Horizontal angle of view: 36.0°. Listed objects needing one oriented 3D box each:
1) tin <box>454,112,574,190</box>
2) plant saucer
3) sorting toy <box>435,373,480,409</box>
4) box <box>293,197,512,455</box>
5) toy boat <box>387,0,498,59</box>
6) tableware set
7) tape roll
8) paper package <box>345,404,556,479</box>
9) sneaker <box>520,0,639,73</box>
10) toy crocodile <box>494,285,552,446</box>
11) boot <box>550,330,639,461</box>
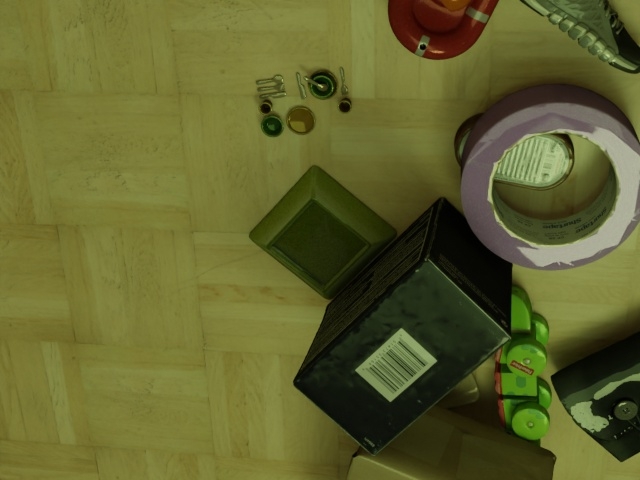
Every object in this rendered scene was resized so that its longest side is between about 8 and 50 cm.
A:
[{"bbox_3d":[0.304,-0.139,1.547,0.189,0.040,0.106,11,115,4],"label":"tin"},{"bbox_3d":[0.000,0.000,1.665,0.188,0.045,0.188,38,117,-12],"label":"plant saucer"},{"bbox_3d":[0.162,0.218,1.762,0.193,0.038,0.208,-19,108,18],"label":"sorting toy"},{"bbox_3d":[0.141,0.125,1.548,0.183,0.294,0.296,43,113,-7],"label":"box"},{"bbox_3d":[0.184,-0.361,1.382,0.151,0.151,0.231,23,119,-3],"label":"toy boat"},{"bbox_3d":[-0.026,-0.215,1.568,0.154,0.024,0.104,-6,117,12],"label":"tableware set"},{"bbox_3d":[0.350,-0.094,1.493,0.275,0.090,0.275,3,117,7],"label":"tape roll"},{"bbox_3d":[0.207,0.454,1.736,0.325,0.168,0.309,21,135,9],"label":"paper package"},{"bbox_3d":[0.399,-0.343,1.396,0.228,0.086,0.132,33,116,-7],"label":"sneaker"},{"bbox_3d":[0.341,0.237,1.696,0.105,0.115,0.340,-1,115,16],"label":"toy crocodile"},{"bbox_3d":[0.569,0.139,1.601,0.445,0.146,0.367,-32,107,28],"label":"boot"}]
